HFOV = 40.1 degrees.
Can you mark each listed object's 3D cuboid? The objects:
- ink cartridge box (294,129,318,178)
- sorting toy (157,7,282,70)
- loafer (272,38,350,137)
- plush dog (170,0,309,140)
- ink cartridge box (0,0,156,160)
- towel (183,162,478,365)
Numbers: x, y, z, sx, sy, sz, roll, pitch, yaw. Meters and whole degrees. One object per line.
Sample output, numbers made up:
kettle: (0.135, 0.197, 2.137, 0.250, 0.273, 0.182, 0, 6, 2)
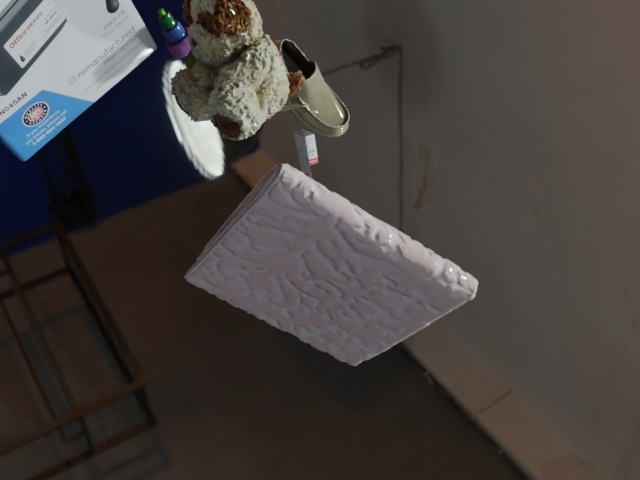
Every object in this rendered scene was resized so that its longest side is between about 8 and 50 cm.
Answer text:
ink cartridge box: (-0.033, -0.219, 2.232, 0.063, 0.029, 0.115, 32, -43, 57)
sorting toy: (-0.226, -0.404, 1.737, 0.365, 0.127, 0.126, 28, -21, 47)
loafer: (-0.032, -0.337, 1.935, 0.268, 0.102, 0.092, 42, -32, -14)
plush dog: (-0.139, -0.314, 1.432, 0.262, 0.210, 0.225, 34, -34, 56)
ink cartridge box: (-0.448, -0.346, 1.235, 0.166, 0.285, 0.395, 40, -13, 29)
towel: (0.006, 0.050, 1.277, 0.331, 0.053, 0.317, 29, -38, -17)
